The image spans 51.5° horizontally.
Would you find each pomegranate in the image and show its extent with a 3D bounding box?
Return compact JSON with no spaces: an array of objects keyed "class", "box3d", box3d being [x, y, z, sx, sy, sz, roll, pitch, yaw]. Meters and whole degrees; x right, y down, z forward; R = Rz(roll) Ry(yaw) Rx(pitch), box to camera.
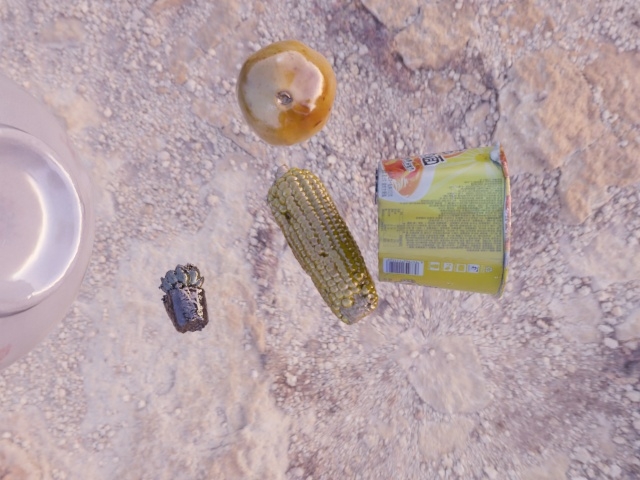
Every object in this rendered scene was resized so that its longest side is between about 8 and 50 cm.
[{"class":"pomegranate","box3d":[-0.071,-0.320,1.430,0.233,0.233,0.233,-1,81,9]}]

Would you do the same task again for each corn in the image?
[{"class":"corn","box3d":[0.000,0.000,1.198,0.119,0.119,0.322,-28,80,4]}]

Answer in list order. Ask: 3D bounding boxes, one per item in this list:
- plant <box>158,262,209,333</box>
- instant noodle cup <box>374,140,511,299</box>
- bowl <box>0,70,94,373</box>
[{"class":"plant","box3d":[-0.278,0.116,1.357,0.092,0.094,0.143,-6,65,-28]},{"class":"instant noodle cup","box3d":[0.194,-0.032,1.101,0.200,0.264,0.264,-1,81,7]},{"class":"bowl","box3d":[-0.300,-0.015,0.547,0.157,0.345,0.345,1,80,32]}]
